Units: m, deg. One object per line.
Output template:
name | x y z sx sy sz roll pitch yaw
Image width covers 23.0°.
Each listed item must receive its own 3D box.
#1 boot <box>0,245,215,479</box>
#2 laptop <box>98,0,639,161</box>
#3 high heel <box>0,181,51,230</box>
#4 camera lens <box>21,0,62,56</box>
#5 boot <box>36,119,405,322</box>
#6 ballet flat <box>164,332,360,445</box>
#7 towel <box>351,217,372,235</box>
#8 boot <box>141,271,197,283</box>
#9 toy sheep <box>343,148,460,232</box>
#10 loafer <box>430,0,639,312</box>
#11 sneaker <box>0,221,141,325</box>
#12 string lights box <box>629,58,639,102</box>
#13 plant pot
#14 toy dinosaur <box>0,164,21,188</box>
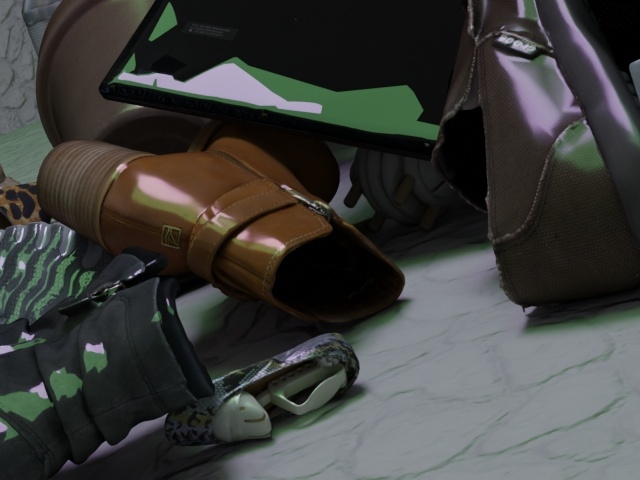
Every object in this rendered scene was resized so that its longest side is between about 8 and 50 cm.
boot | -0.191 0.078 0.905 0.222 0.118 0.338 -32 27 -15
laptop | 0.094 -0.137 1.279 0.382 0.236 0.408 11 49 17
high heel | -0.309 0.001 1.387 0.261 0.093 0.186 -43 -2 -31
camera lens | -0.203 -0.200 1.806 0.219 0.274 0.219 -19 12 4
boot | -0.023 -0.018 1.070 0.220 0.109 0.283 21 11 37
ballet flat | -0.028 0.085 0.846 0.114 0.041 0.041 -25 13 -18
towel | 0.000 0.000 1.237 0.083 0.009 0.060 -11 15 34
boot | -0.184 0.005 1.310 0.263 0.091 0.229 -31 17 -36
toy sheep | 0.070 -0.052 1.190 0.091 0.091 0.132 -29 20 -37
loafer | 0.118 -0.094 0.968 0.130 0.134 0.366 -26 33 11
sneaker | -0.213 0.052 1.124 0.281 0.115 0.105 13 61 37
string lights box | 0.294 -0.077 0.823 0.259 0.133 0.077 -26 13 -29
plant pot | -0.144 -0.105 1.462 0.263 0.263 0.229 -18 31 8
toy dinosaur | -0.453 -0.033 1.849 0.295 0.127 0.200 -16 4 -13
